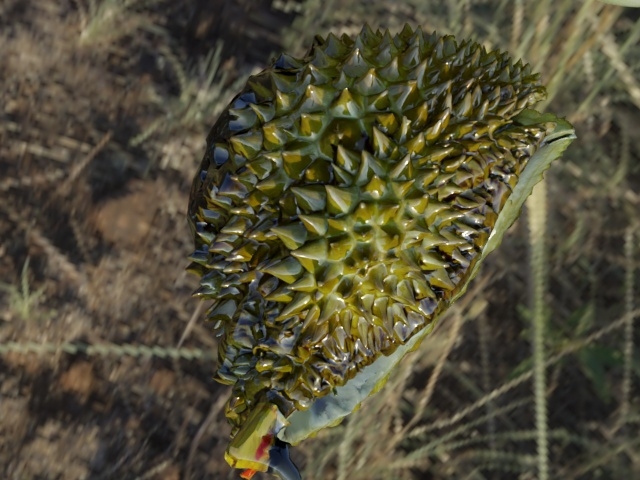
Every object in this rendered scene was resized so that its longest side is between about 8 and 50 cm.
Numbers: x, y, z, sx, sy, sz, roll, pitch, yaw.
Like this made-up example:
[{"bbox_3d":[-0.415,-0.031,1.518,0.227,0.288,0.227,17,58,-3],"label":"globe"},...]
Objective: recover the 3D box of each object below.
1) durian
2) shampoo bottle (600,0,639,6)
[{"bbox_3d":[0.000,0.000,0.813,0.138,0.193,0.237,36,53,5],"label":"durian"},{"bbox_3d":[0.103,-0.285,0.817,0.317,0.322,0.322,29,56,-21],"label":"shampoo bottle"}]
